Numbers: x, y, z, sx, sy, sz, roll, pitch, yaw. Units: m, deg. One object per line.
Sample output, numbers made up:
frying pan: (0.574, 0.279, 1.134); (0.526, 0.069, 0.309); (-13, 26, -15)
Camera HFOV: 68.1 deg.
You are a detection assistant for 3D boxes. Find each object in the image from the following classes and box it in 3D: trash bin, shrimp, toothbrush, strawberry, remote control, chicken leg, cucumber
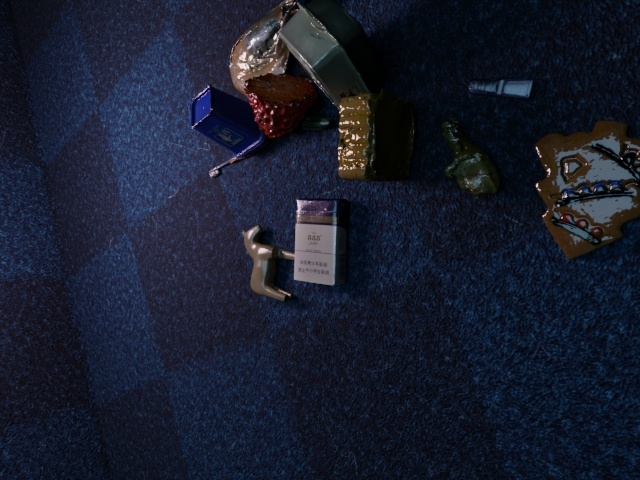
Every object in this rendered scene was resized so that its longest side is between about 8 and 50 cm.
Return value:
trash bin: (-0.301, -0.401, 1.561); (0.162, 0.234, 0.184); (-25, 61, 36)
shrimp: (-0.149, -0.633, 1.533); (0.445, 0.110, 0.221); (-31, 79, 38)
toothbrush: (-0.299, -0.293, 1.703); (0.321, 0.023, 0.031); (-21, 86, 37)
strawberry: (-0.120, -0.414, 1.489); (0.234, 0.234, 0.178); (38, 143, 30)
remote control: (0.429, -0.366, 1.136); (0.152, 0.027, 0.044); (17, 97, 34)
chicken leg: (0.354, -0.199, 1.162); (0.228, 0.088, 0.103); (59, 136, 17)
cucumber: (-0.002, -0.361, 1.458); (0.105, 0.048, 0.048); (13, 99, 34)

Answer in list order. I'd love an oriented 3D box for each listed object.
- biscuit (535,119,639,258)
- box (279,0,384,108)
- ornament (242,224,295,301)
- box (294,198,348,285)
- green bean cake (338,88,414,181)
biscuit: (0.585, -0.102, 1.012); (0.278, 0.043, 0.302); (15, 101, 37)
box: (0.038, -0.495, 1.273); (0.166, 0.290, 0.220); (-41, 66, 9)
ornament: (-0.185, 0.070, 1.602); (0.245, 0.061, 0.230); (13, 98, 33)
box: (0.000, 0.000, 1.450); (0.168, 0.071, 0.259); (6, 94, 37)
green bean cake: (0.144, -0.266, 1.237); (0.131, 0.229, 0.224); (8, 100, 39)
